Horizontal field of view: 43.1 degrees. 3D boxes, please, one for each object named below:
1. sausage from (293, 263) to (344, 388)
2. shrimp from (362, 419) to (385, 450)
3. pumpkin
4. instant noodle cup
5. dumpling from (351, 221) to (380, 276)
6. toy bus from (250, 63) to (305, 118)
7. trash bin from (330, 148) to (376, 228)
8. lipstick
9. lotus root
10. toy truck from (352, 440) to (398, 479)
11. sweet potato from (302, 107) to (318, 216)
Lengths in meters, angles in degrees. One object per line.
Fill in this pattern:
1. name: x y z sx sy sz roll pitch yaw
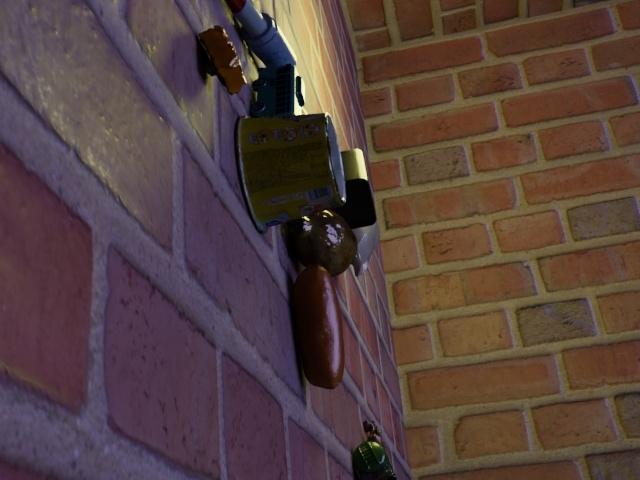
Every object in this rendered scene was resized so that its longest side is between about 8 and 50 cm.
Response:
1. sausage: -0.002 0.159 1.513 0.098 0.098 0.238 46 37 -75
2. shrimp: 0.143 0.552 2.181 0.132 0.052 0.187 -109 -169 -59
3. pumpkin: -0.145 -0.260 1.185 0.083 0.054 0.074 61 -4 26
4. instant noodle cup: -0.044 -0.123 1.358 0.205 0.153 0.205 -10 90 -80
5. dumpling: 0.092 -0.014 2.179 0.162 0.132 0.250 63 19 -52
6. toy bus: -0.075 -0.252 1.495 0.079 0.092 0.160 73 11 -45
7. trash bin: 0.032 -0.117 1.815 0.225 0.165 0.115 -88 165 -63
8. lipstick: -0.116 -0.387 1.471 0.061 0.068 0.274 70 11 22
9. lotus root: 0.000 0.000 1.623 0.214 0.138 0.138 32 48 -64
10. toy truck: 0.144 0.590 1.956 0.125 0.101 0.242 -108 177 -47
11. sweet potato: -0.047 -0.193 1.613 0.109 0.109 0.385 70 7 -48
